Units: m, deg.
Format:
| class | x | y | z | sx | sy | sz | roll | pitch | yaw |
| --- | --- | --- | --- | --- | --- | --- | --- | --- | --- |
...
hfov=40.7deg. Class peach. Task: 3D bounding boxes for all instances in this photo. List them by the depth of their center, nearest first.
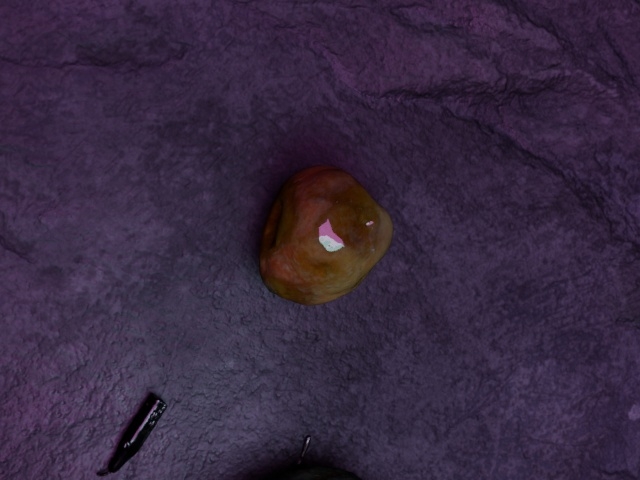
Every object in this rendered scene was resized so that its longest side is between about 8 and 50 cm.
| class | x | y | z | sx | sy | sz | roll | pitch | yaw |
| --- | --- | --- | --- | --- | --- | --- | --- | --- | --- |
| peach | 0.000 | 0.000 | 1.429 | 0.214 | 0.214 | 0.235 | 37 | 90 | -13 |

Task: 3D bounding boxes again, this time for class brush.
| class | x | y | z | sx | sy | sz | roll | pitch | yaw |
| --- | --- | --- | --- | --- | --- | --- | --- | --- | --- |
| brush | -0.033 | 0.386 | 1.535 | 0.024 | 0.008 | 0.083 | 21 | 87 | -11 |

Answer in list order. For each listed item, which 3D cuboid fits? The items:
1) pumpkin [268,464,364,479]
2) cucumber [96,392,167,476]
| class | x | y | z | sx | sy | sz | roll | pitch | yaw |
| --- | --- | --- | --- | --- | --- | --- | --- | --- | --- |
| pumpkin | -0.028 | 0.530 | 1.415 | 0.328 | 0.257 | 0.291 | -26 | 86 | -5 |
| cucumber | -0.314 | 0.332 | 1.445 | 0.043 | 0.039 | 0.163 | 30 | 82 | 7 |
